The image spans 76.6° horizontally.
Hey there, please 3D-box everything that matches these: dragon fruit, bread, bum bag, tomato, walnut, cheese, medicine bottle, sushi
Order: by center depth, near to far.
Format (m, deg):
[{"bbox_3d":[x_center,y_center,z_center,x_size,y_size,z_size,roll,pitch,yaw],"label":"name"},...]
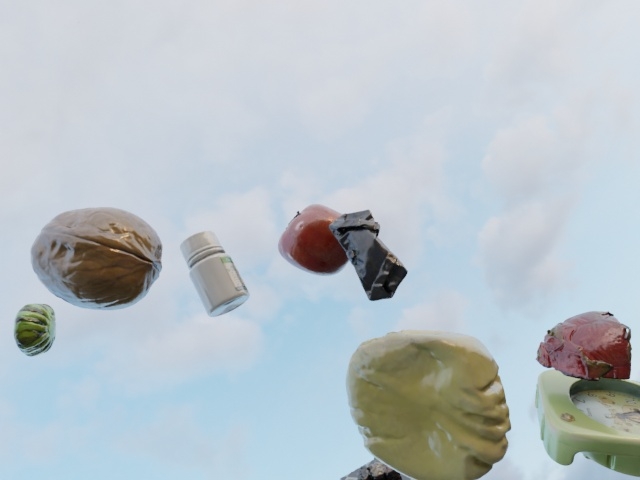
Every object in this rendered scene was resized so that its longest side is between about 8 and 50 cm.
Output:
[{"bbox_3d":[0.150,0.237,0.593,0.117,0.226,0.213,6,-105,-63],"label":"cheese"},{"bbox_3d":[-0.352,0.027,0.653,0.167,0.207,0.167,7,-90,-70],"label":"walnut"},{"bbox_3d":[0.541,0.215,0.844,0.120,0.161,0.127,18,-112,-72],"label":"dragon fruit"},{"bbox_3d":[-0.680,0.209,0.974,0.071,0.129,0.139,-1,-26,-19],"label":"bread"},{"bbox_3d":[0.140,0.032,1.184,0.137,0.310,0.074,-32,-26,9],"label":"bum bag"},{"bbox_3d":[-0.321,0.097,1.214,0.139,0.236,0.139,-29,-18,-10],"label":"medicine bottle"},{"bbox_3d":[0.185,0.713,1.260,0.220,0.231,0.047,-20,-92,-18],"label":"sushi"},{"bbox_3d":[0.000,0.000,1.629,0.290,0.325,0.293,37,-94,4],"label":"tomato"}]

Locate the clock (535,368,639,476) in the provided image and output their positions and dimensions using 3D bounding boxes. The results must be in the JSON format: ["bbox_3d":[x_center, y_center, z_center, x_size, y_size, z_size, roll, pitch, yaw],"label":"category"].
[{"bbox_3d":[0.613,0.370,0.819,0.235,0.308,0.096,-32,-60,-63],"label":"clock"}]
